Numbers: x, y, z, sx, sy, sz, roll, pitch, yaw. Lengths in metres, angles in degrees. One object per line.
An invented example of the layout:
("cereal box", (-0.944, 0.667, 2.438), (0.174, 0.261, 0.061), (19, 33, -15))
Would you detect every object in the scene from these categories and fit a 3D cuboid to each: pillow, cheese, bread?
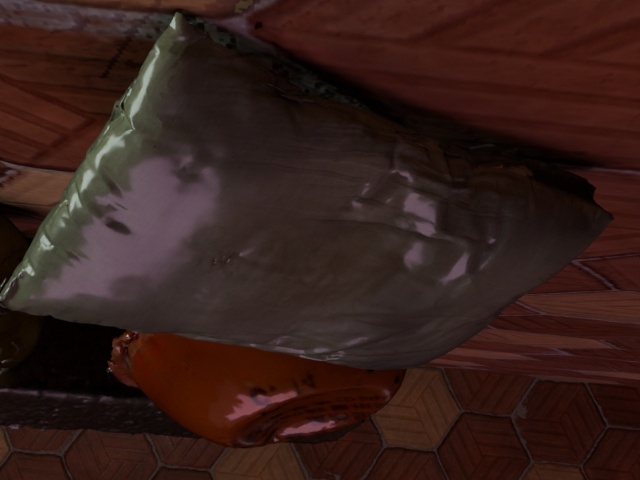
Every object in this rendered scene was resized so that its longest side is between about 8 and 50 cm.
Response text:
("pillow", (0.000, 0.000, 0.382), (0.229, 0.050, 0.148), (16, 125, -33))
("cheese", (-0.035, 0.038, 0.529), (0.217, 0.129, 0.329), (-19, 154, 2))
("bread", (-0.145, 0.114, 0.925), (0.416, 0.165, 0.113), (13, 148, -34))

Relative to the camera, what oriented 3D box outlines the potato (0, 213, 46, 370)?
("potato", (-0.285, 0.027, 0.668), (0.176, 0.137, 0.137), (34, 159, -22))
